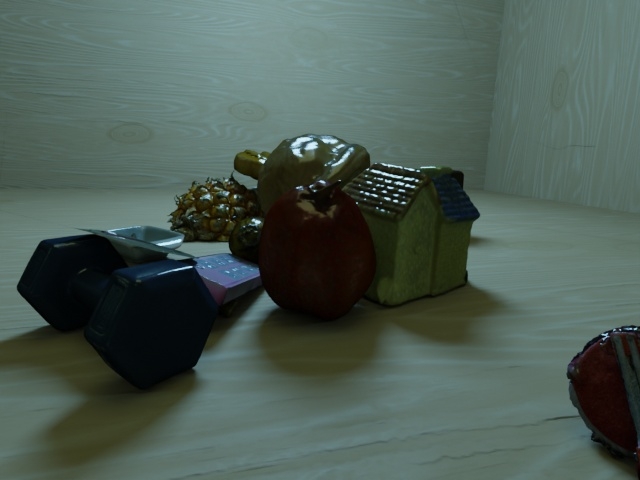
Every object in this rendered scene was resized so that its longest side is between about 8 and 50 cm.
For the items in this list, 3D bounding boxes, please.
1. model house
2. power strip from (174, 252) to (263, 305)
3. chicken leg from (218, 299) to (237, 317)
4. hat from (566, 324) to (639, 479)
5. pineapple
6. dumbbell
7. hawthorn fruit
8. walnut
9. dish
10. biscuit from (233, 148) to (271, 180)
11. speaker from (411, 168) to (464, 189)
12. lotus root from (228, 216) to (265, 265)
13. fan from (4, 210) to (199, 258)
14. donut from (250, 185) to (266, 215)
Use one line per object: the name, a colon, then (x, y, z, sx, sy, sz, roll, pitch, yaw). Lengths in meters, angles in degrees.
model house: (0.174, -0.033, 0.903, 0.321, 0.267, 0.261, -8, 20, -39)
power strip: (-0.179, 0.064, 0.764, 0.109, 0.038, 0.279, 23, 5, 7)
chicken leg: (-0.233, 0.098, 0.714, 0.178, 0.070, 0.093, 15, -3, 7)
hat: (0.369, 0.167, 0.438, 0.227, 0.129, 0.140, 13, 45, -37)
pineapple: (-0.369, -0.117, 1.325, 0.344, 0.209, 0.286, 11, 15, 30)
dumbbell: (-0.294, 0.083, 0.584, 0.316, 0.157, 0.144, 11, 45, 37)
hawthorn fruit: (0.000, 0.000, 0.705, 0.210, 0.263, 0.211, 6, 34, -4)
walnut: (-0.009, -0.132, 1.164, 0.383, 0.384, 0.383, 2, 12, 0)
dish: (-0.453, 0.014, 1.053, 0.234, 0.064, 0.154, 10, 15, 36)
biscuit: (-0.154, -0.247, 1.437, 0.296, 0.102, 0.296, 17, 13, -4)
speaker: (0.388, -0.130, 1.431, 0.153, 0.231, 0.192, 13, 16, 40)
lotus root: (-0.147, 0.008, 0.958, 0.120, 0.120, 0.209, 3, -16, 7)
fan: (-0.349, -0.013, 0.652, 0.310, 0.010, 0.182, 17, -5, -33)
donut: (-0.105, -0.136, 1.600, 0.382, 0.143, 0.383, 1, 12, 0)
